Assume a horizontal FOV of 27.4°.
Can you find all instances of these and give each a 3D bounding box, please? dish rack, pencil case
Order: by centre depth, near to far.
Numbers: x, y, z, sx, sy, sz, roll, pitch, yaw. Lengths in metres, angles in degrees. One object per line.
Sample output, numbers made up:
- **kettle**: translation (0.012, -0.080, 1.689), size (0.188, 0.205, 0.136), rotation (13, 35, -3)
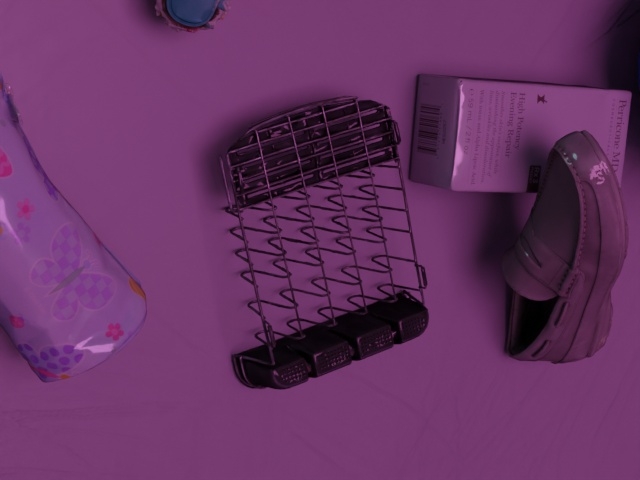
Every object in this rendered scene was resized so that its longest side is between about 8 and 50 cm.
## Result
- **pencil case**: translation (-0.257, -0.012, 1.105), size (0.124, 0.113, 0.273), rotation (-49, 121, -36)
- **dish rack**: translation (0.000, 0.000, 1.285), size (0.208, 0.074, 0.271), rotation (-19, 107, -27)

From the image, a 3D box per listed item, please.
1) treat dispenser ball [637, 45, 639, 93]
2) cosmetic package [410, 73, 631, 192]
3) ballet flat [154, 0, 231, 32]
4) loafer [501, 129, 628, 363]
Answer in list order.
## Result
- **treat dispenser ball**: translation (0.487, -0.186, 1.404), size (0.288, 0.288, 0.288), rotation (-7, 103, -29)
- **cosmetic package**: translation (0.212, -0.110, 1.378), size (0.231, 0.085, 0.117), rotation (-1, 101, -29)
- **ballet flat**: translation (-0.084, -0.297, 1.143), size (0.091, 0.077, 0.241), rotation (24, 106, -14)
- **loafer**: translation (0.245, 0.022, 1.355), size (0.111, 0.112, 0.319), rotation (-15, 136, -8)
